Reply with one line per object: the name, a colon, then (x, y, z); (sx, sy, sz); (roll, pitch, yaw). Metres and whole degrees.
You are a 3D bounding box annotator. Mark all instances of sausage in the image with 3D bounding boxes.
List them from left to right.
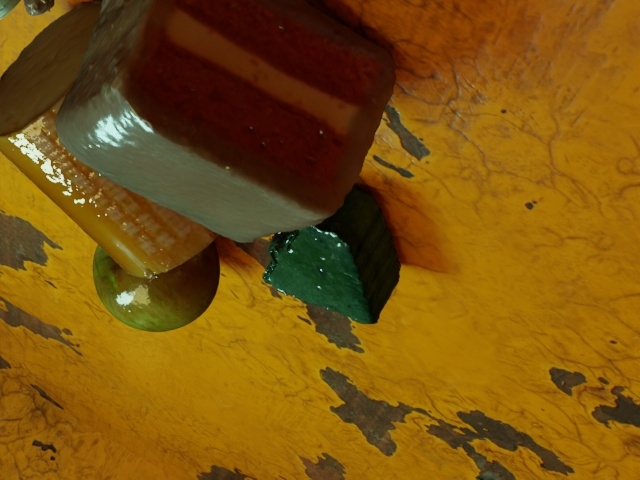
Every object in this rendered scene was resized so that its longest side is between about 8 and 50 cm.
sausage: (-0.258, -0.128, 1.926); (0.233, 0.233, 0.287); (2, 142, 48)

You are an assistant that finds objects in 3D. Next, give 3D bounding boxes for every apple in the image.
apple: (-0.245, 0.048, 2.295); (0.196, 0.196, 0.196); (26, 155, 13)

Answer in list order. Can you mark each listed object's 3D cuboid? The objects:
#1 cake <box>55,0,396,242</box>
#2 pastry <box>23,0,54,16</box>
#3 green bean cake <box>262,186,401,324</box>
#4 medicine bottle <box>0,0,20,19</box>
cake: (-0.104, -0.155, 1.652); (0.309, 0.237, 0.230); (28, 161, -19)
pastry: (-0.384, -0.381, 1.745); (0.265, 0.112, 0.103); (46, 165, -4)
green bean cake: (0.000, 0.000, 2.013); (0.193, 0.107, 0.208); (21, 153, 28)
medicine bottle: (-0.468, -0.373, 1.899); (0.218, 0.074, 0.074); (46, 152, -25)
